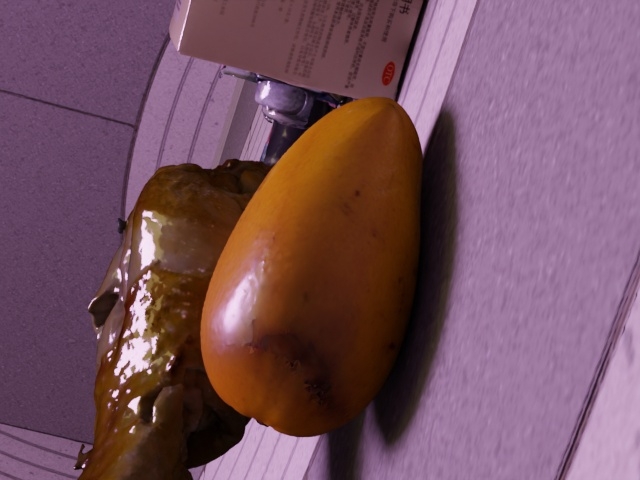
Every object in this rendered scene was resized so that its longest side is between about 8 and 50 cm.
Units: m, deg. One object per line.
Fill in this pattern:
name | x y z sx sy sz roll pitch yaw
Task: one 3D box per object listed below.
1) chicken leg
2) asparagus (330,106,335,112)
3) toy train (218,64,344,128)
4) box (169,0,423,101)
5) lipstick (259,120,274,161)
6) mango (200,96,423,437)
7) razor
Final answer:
chicken leg | -0.091 0.103 0.870 0.201 0.152 0.429 88 -165 -44
asparagus | -0.001 0.000 1.098 0.034 0.027 0.236 113 169 -70
toy train | -0.010 -0.230 1.190 0.177 0.134 0.261 -120 45 -79
box | -0.001 -0.221 0.988 0.095 0.168 0.212 -112 38 -71
lipstick | -0.078 -0.032 1.596 0.053 0.053 0.234 -109 36 -75
mango | 0.005 0.008 0.792 0.145 0.112 0.219 117 177 -57
razor | -0.023 -0.104 1.334 0.090 0.054 0.148 143 142 -77
